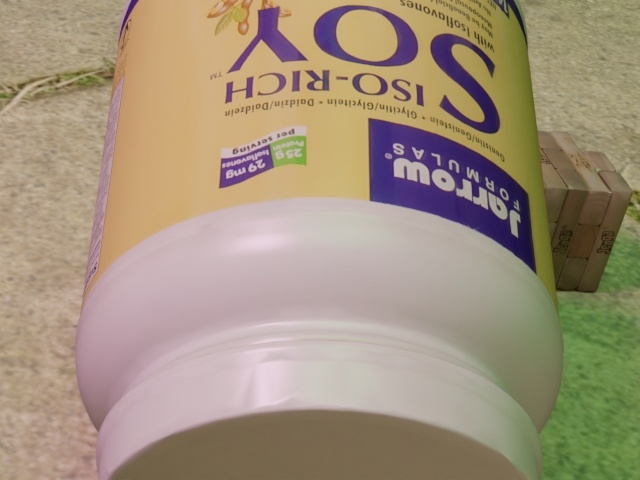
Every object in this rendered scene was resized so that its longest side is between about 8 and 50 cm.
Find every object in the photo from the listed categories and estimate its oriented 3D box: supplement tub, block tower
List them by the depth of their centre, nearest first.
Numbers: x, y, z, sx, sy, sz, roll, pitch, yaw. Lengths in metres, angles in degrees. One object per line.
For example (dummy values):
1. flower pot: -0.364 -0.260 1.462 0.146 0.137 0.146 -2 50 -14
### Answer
1. supplement tub: 0.000 0.000 0.749 0.241 0.241 0.331 7 51 -8
2. block tower: 0.042 -0.026 1.014 0.336 0.097 0.091 3 32 -16
